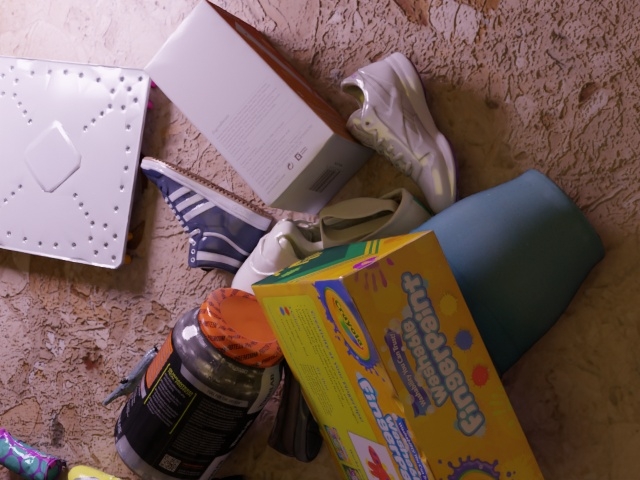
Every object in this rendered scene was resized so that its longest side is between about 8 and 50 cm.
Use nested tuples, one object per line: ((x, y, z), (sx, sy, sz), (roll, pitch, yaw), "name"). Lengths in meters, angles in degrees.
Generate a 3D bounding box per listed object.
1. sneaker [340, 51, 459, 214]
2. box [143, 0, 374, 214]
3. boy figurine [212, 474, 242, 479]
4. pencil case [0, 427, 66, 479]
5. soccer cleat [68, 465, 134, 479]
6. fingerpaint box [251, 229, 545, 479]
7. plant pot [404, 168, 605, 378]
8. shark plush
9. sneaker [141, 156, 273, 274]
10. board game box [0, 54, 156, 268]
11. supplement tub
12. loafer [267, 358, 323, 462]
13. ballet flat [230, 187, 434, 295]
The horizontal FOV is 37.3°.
((0.132, -0.165, 1.600), (0.152, 0.114, 0.305), (-19, 71, -9), "sneaker")
((-0.103, -0.226, 1.657), (0.168, 0.215, 0.345), (-47, 74, 13), "box")
((-0.159, 0.574, 1.714), (0.177, 0.092, 0.285), (-16, 84, 16), "boy figurine")
((-0.589, 0.438, 1.901), (0.152, 0.064, 0.070), (19, 111, 20), "pencil case")
((-0.361, 0.488, 1.781), (0.289, 0.093, 0.121), (28, 96, 33), "soccer cleat")
((0.112, 0.225, 1.416), (0.163, 0.371, 0.444), (-27, 96, -22), "fingerpaint box")
((0.289, 0.035, 1.483), (0.255, 0.271, 0.271), (-38, 75, 0), "plant pot")
((-0.360, 0.259, 1.816), (0.161, 0.067, 0.073), (-26, 79, 18), "shark plush")
((-0.240, -0.041, 1.765), (0.282, 0.099, 0.153), (28, 96, 17), "sneaker")
((-0.525, -0.162, 1.907), (0.390, 0.050, 0.389), (9, 91, 22), "board game box")
((-0.201, 0.258, 1.647), (0.207, 0.207, 0.338), (43, 117, 17), "supplement tub")
((-0.041, 0.237, 1.676), (0.095, 0.109, 0.302), (7, 93, 26), "loafer")
((0.000, 0.000, 1.643), (0.400, 0.139, 0.139), (-19, 81, 17), "ballet flat")
